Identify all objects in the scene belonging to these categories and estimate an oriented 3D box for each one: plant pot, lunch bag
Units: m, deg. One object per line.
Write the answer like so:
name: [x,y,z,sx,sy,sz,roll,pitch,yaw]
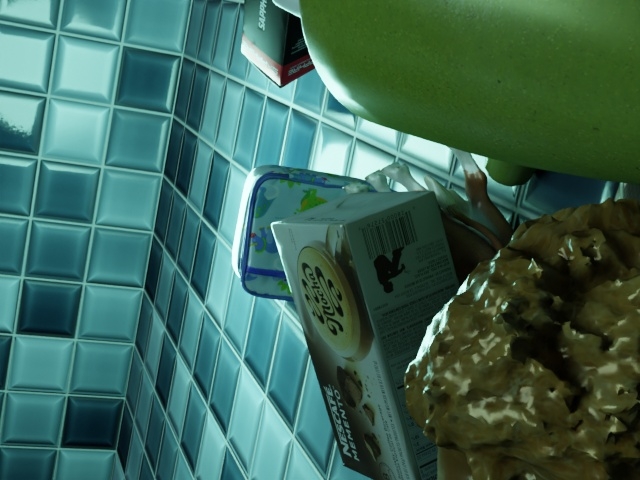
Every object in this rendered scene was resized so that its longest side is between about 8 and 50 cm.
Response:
plant pot: [0.204,-0.100,1.063,0.079,0.083,0.083,101,163,-48]
lunch bag: [0.000,0.000,1.350,0.090,0.219,0.176,-131,51,-71]
plant pot: [0.183,-0.147,0.630,0.293,0.275,0.274,34,118,42]

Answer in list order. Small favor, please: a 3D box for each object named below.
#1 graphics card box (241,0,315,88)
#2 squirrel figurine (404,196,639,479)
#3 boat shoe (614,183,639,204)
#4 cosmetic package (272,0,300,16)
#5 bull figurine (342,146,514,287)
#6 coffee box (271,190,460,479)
graphics card box: [0.020,-0.390,1.285,0.094,0.233,0.371,45,151,22]
squirrel figurine: [0.241,0.148,0.476,0.371,0.281,0.396,8,124,33]
boat shoe: [0.273,0.027,0.809,0.116,0.123,0.324,-47,-30,-65]
cosmetic package: [0.130,-0.439,1.086,0.161,0.230,0.453,34,120,35]
bull figurine: [0.109,0.001,1.194,0.310,0.101,0.188,-23,94,58]
coffee box: [0.070,0.104,1.101,0.168,0.119,0.297,4,112,62]
